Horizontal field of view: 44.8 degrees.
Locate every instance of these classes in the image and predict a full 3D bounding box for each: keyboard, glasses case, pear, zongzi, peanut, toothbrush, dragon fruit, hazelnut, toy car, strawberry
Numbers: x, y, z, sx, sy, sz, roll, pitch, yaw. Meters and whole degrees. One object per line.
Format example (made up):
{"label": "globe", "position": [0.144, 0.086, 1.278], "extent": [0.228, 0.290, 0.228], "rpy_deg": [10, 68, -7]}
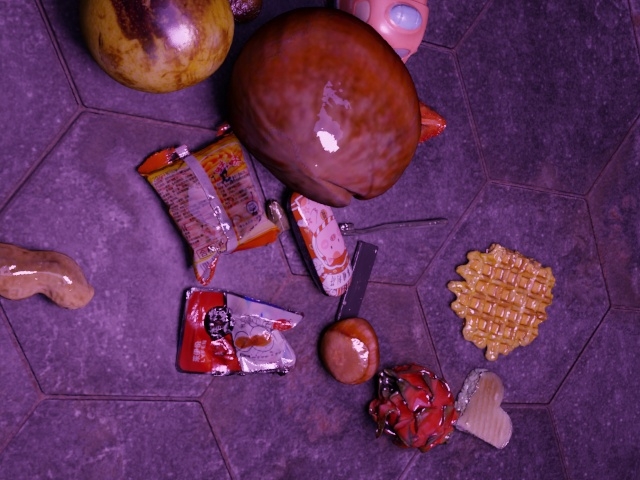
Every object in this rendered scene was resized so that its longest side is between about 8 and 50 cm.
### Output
{"label": "keyboard", "position": [0.084, 0.099, 1.813], "extent": [0.060, 0.018, 0.195], "rpy_deg": [18, 89, -34]}
{"label": "glasses case", "position": [0.000, 0.000, 1.716], "extent": [0.103, 0.067, 0.267], "rpy_deg": [-43, 118, -44]}
{"label": "pear", "position": [-0.299, -0.409, 1.417], "extent": [0.283, 0.283, 0.284], "rpy_deg": [-4, 99, -25]}
{"label": "zongzi", "position": [-0.109, -0.040, 1.691], "extent": [0.083, 0.040, 0.076], "rpy_deg": [-40, 116, -3]}
{"label": "peanut", "position": [-0.538, 0.067, 1.469], "extent": [0.229, 0.098, 0.103], "rpy_deg": [15, 132, -26]}
{"label": "toothbrush", "position": [0.176, -0.034, 1.830], "extent": [0.297, 0.030, 0.031], "rpy_deg": [-5, 89, -24]}
{"label": "dragon fruit", "position": [0.213, 0.381, 1.818], "extent": [0.192, 0.193, 0.274], "rpy_deg": [-35, 113, 14]}
{"label": "hazelnut", "position": [0.078, 0.250, 1.765], "extent": [0.150, 0.150, 0.150], "rpy_deg": [-4, 99, -25]}
{"label": "hazelnut", "position": [0.002, -0.250, 1.547], "extent": [0.409, 0.359, 0.359], "rpy_deg": [44, 78, -18]}
{"label": "toy car", "position": [0.135, -0.491, 1.636], "extent": [0.180, 0.212, 0.270], "rpy_deg": [9, 85, -26]}
{"label": "strawberry", "position": [0.232, -0.277, 1.814], "extent": [0.152, 0.048, 0.104], "rpy_deg": [0, 101, -22]}

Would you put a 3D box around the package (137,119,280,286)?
{"label": "package", "position": [-0.212, -0.078, 1.598], "extent": [0.223, 0.108, 0.288], "rpy_deg": [-30, 106, -21]}

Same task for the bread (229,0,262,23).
{"label": "bread", "position": [-0.160, -0.488, 1.593], "extent": [0.085, 0.053, 0.085], "rpy_deg": [-4, 99, -25]}

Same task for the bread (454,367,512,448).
{"label": "bread", "position": [0.402, 0.441, 1.984], "extent": [0.172, 0.064, 0.232], "rpy_deg": [-22, 104, -21]}

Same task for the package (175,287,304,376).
{"label": "package", "position": [-0.170, 0.204, 1.684], "extent": [0.269, 0.071, 0.194], "rpy_deg": [6, 92, -13]}

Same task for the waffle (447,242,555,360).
{"label": "waffle", "position": [0.465, 0.139, 1.976], "extent": [0.307, 0.060, 0.312], "rpy_deg": [-41, 114, -16]}
